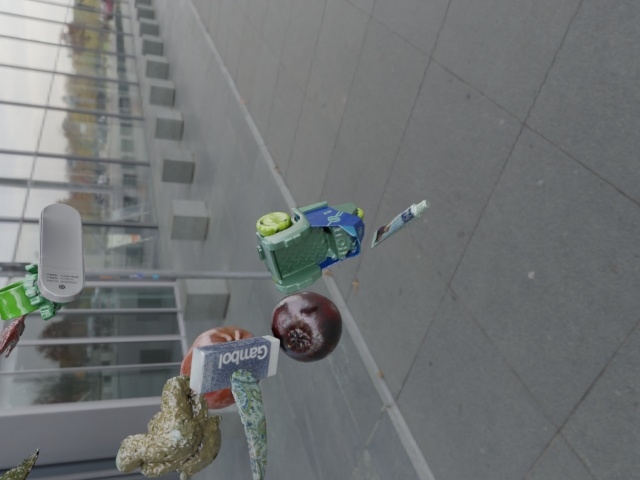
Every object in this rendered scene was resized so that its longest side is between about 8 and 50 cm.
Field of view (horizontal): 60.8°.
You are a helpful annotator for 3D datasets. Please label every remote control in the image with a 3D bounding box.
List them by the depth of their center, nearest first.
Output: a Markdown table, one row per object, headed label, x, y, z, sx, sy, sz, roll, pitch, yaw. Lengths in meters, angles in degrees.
| label | x | y | z | sx | sy | sz | roll | pitch | yaw |
| --- | --- | --- | --- | --- | --- | --- | --- | --- | --- |
| remote control | -0.485 | 0.017 | 1.019 | 0.022 | 0.077 | 0.244 | -57 | 41 | 33 |

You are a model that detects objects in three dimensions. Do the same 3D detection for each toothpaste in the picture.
| label | x | y | z | sx | sy | sz | roll | pitch | yaw |
| --- | --- | --- | --- | --- | --- | --- | --- | --- | --- |
| toothpaste | 0.194 | -0.043 | 1.354 | 0.216 | 0.037 | 0.061 | -37 | 24 | 49 |

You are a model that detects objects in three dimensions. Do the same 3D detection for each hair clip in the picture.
| label | x | y | z | sx | sy | sz | roll | pitch | yaw |
| --- | --- | --- | --- | --- | --- | --- | --- | --- | --- |
| hair clip | -0.138 | 0.368 | 1.101 | 0.036 | 0.066 | 0.229 | -33 | 60 | 36 |

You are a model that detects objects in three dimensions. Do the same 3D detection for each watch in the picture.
| label | x | y | z | sx | sy | sz | roll | pitch | yaw |
| --- | --- | --- | --- | --- | --- | --- | --- | --- | --- |
| watch | -0.685 | 0.123 | 1.262 | 0.165 | 0.152 | 0.131 | -99 | -8 | -76 |

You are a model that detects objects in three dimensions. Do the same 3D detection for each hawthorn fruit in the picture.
| label | x | y | z | sx | sy | sz | roll | pitch | yaw |
| --- | --- | --- | --- | --- | --- | --- | --- | --- | --- |
| hawthorn fruit | -0.331 | 0.417 | 1.808 | 0.284 | 0.285 | 0.284 | -178 | 90 | -67 |

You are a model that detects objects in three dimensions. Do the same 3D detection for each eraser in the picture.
| label | x | y | z | sx | sy | sz | roll | pitch | yaw |
| --- | --- | --- | --- | --- | --- | --- | --- | --- | --- |
| eraser | -0.184 | 0.268 | 1.195 | 0.046 | 0.213 | 0.091 | 14 | 99 | 42 |

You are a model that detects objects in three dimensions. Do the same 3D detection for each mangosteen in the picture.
| label | x | y | z | sx | sy | sz | roll | pitch | yaw |
| --- | --- | --- | --- | --- | --- | --- | --- | --- | --- |
| mangosteen | -0.040 | 0.266 | 1.785 | 0.261 | 0.236 | 0.235 | -57 | -20 | -69 |

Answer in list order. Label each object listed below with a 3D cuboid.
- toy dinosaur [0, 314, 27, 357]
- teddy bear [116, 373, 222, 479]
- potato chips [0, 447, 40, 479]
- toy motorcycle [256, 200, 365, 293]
| label | x | y | z | sx | sy | sz | roll | pitch | yaw |
| --- | --- | --- | --- | --- | --- | --- | --- | --- | --- |
| toy dinosaur | -0.884 | 0.278 | 1.543 | 0.167 | 0.053 | 0.242 | -52 | 16 | 16 |
| teddy bear | -0.351 | 0.504 | 1.395 | 0.267 | 0.156 | 0.256 | -57 | -28 | -19 |
| potato chips | -0.697 | 0.555 | 1.202 | 0.142 | 0.209 | 0.026 | 9 | 137 | 51 |
| toy motorcycle | 0.000 | 0.000 | 1.496 | 0.200 | 0.327 | 0.191 | 42 | 151 | 55 |
